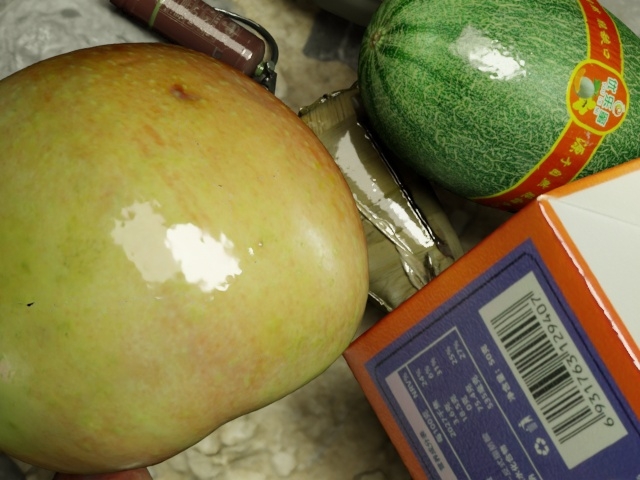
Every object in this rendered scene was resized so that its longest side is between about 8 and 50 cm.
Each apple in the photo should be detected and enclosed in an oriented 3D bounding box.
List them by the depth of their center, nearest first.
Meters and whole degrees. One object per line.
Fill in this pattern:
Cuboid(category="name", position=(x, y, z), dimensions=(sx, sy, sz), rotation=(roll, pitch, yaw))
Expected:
Cuboid(category="apple", position=(-0.138, 0.005, 1.328), dimensions=(0.319, 0.319, 0.277), rotation=(-29, 94, -20))

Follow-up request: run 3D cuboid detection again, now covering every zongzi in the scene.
Cuboid(category="zongzi", position=(0.000, 0.000, 1.488), dimensions=(0.197, 0.099, 0.194), rotation=(-30, 82, -6))

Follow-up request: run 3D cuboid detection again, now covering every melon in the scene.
Cuboid(category="melon", position=(0.157, -0.109, 1.450), dimensions=(0.288, 0.182, 0.182), rotation=(15, 67, -38))

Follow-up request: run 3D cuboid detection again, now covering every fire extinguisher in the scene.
Cuboid(category="fire extinguisher", position=(-0.091, -0.173, 1.548), dimensions=(0.157, 0.045, 0.078), rotation=(33, 46, 0))

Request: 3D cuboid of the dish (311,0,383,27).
Cuboid(category="dish", position=(0.061, -0.276, 1.576), dimensions=(0.256, 0.117, 0.256), rotation=(4, 71, -12))

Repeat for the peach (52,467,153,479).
Cuboid(category="peach", position=(-0.160, 0.190, 1.393), dimensions=(0.083, 0.083, 0.083), rotation=(4, 71, -12))

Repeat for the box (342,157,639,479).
Cuboid(category="box", position=(0.257, 0.136, 1.365), dimensions=(0.319, 0.257, 0.348), rotation=(-20, 75, -45))
